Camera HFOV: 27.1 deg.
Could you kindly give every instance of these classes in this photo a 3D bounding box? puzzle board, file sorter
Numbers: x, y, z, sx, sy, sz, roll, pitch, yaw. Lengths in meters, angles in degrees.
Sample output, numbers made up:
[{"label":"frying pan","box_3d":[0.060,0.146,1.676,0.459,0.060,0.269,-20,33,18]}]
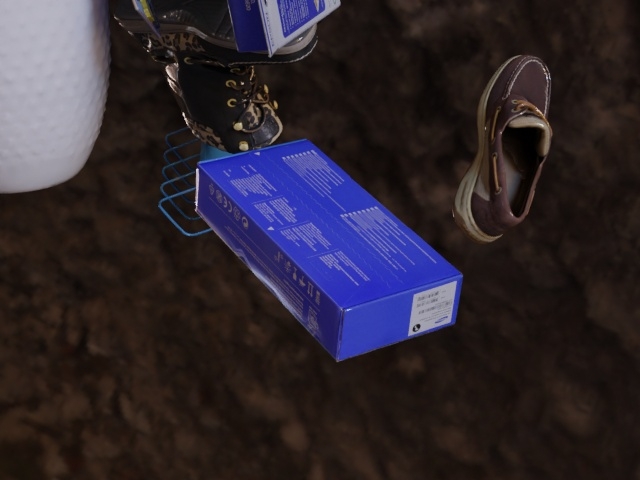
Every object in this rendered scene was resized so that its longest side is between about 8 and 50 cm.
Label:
[{"label":"puzzle board","box_3d":[-0.226,-0.317,1.604,0.011,0.128,0.096,-23,-15,4]},{"label":"file sorter","box_3d":[-0.215,-0.109,2.351,0.104,0.170,0.118,-19,-43,21]}]

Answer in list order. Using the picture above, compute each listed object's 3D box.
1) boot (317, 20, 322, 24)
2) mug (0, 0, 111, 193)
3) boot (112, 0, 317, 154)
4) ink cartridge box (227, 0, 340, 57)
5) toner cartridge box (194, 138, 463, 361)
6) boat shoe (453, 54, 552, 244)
[{"label":"boot","box_3d":[-0.054,-0.345,2.240,0.045,0.121,0.099,61,-14,17]},{"label":"mug","box_3d":[-0.452,-0.245,1.723,0.374,0.276,0.328,5,-66,16]},{"label":"boot","box_3d":[-0.127,-0.266,2.082,0.377,0.138,0.284,11,-36,33]},{"label":"ink cartridge box","box_3d":[-0.056,-0.321,1.551,0.065,0.333,0.165,-6,-73,16]},{"label":"toner cartridge box","box_3d":[0.000,0.000,1.579,0.348,0.165,0.075,44,-42,45]},{"label":"boat shoe","box_3d":[0.305,-0.152,2.011,0.123,0.342,0.123,37,-33,-21]}]
